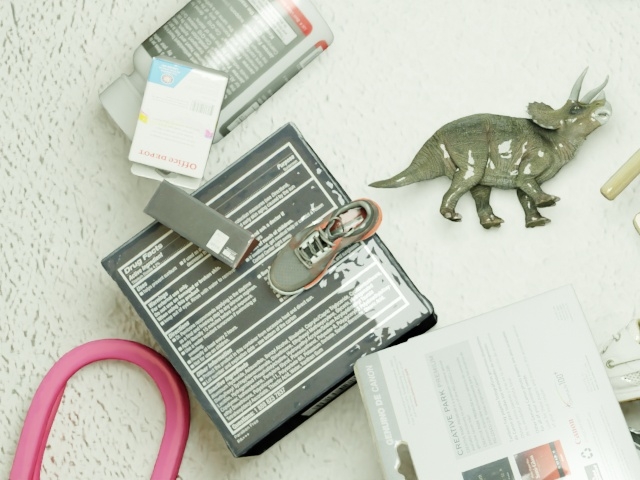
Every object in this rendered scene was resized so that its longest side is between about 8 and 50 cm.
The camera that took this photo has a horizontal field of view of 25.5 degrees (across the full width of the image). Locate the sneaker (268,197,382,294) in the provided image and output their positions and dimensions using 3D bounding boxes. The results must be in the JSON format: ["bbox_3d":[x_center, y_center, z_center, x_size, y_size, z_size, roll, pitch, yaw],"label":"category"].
[{"bbox_3d":[0.000,0.000,1.633,0.158,0.065,0.061,-41,79,0],"label":"sneaker"}]

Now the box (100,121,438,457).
[{"bbox_3d":[-0.057,0.065,1.756,0.296,0.183,0.294,-36,80,1],"label":"box"}]

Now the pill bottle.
[{"bbox_3d":[-0.137,-0.227,1.812,0.283,0.161,0.161,-41,80,1],"label":"pill bottle"}]

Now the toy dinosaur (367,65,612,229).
[{"bbox_3d":[0.219,-0.102,1.790,0.313,0.121,0.160,-8,70,11],"label":"toy dinosaur"}]

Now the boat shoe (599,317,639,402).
[{"bbox_3d":[0.387,0.140,1.692,0.277,0.098,0.096,-11,92,34],"label":"boat shoe"}]

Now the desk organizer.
[{"bbox_3d":[-0.138,-0.016,1.662,0.130,0.050,0.047,32,87,11],"label":"desk organizer"}]

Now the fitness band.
[{"bbox_3d":[-0.284,0.270,1.830,0.209,0.054,0.291,16,87,9],"label":"fitness band"}]

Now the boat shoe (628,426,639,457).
[{"bbox_3d":[0.453,0.267,1.701,0.306,0.113,0.105,24,81,7],"label":"boat shoe"}]

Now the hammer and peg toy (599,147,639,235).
[{"bbox_3d":[0.517,-0.032,1.719,0.266,0.127,0.361,-34,80,5],"label":"hammer and peg toy"}]

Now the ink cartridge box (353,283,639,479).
[{"bbox_3d":[0.209,0.243,1.587,0.272,0.130,0.309,-18,57,6],"label":"ink cartridge box"}]

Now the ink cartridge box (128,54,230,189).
[{"bbox_3d":[-0.171,-0.141,1.695,0.092,0.090,0.143,16,100,-4],"label":"ink cartridge box"}]
